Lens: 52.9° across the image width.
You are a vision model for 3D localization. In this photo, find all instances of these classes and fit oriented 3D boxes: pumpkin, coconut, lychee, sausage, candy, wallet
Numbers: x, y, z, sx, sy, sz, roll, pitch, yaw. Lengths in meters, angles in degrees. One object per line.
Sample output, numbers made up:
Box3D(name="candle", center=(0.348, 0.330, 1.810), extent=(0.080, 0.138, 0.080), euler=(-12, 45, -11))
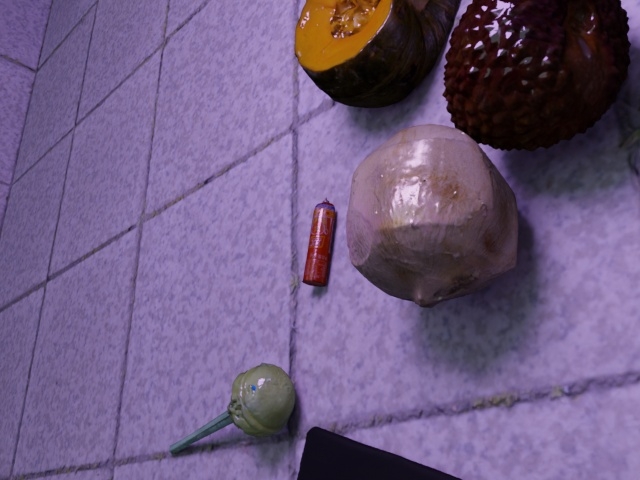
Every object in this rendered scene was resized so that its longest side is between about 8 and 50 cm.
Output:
Box3D(name="pumpkin", center=(0.073, -0.345, 0.908), extent=(0.222, 0.139, 0.317), euler=(13, 84, 48))
Box3D(name="coconut", center=(0.118, -0.017, 0.682), extent=(0.194, 0.194, 0.194), euler=(-23, 57, 41))
Box3D(name="lychee", center=(0.212, -0.180, 0.660), extent=(0.188, 0.188, 0.188), euler=(-23, 57, 41))
Box3D(name="sausage", center=(0.000, 0.000, 0.917), extent=(0.034, 0.034, 0.129), euler=(-8, 68, 47))
Box3D(name="candy", center=(-0.149, 0.268, 0.946), extent=(0.335, 0.092, 0.093), euler=(-37, 85, 42))
Box3D(name="wallet", center=(0.057, 0.297, 0.725), extent=(0.244, 0.025, 0.124), euler=(0, 73, 50))

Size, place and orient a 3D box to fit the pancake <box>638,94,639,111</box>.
Box3D(name="pancake", center=(0.394, -0.232, 0.556), extent=(0.266, 0.057, 0.244), euler=(-19, 60, 42))
